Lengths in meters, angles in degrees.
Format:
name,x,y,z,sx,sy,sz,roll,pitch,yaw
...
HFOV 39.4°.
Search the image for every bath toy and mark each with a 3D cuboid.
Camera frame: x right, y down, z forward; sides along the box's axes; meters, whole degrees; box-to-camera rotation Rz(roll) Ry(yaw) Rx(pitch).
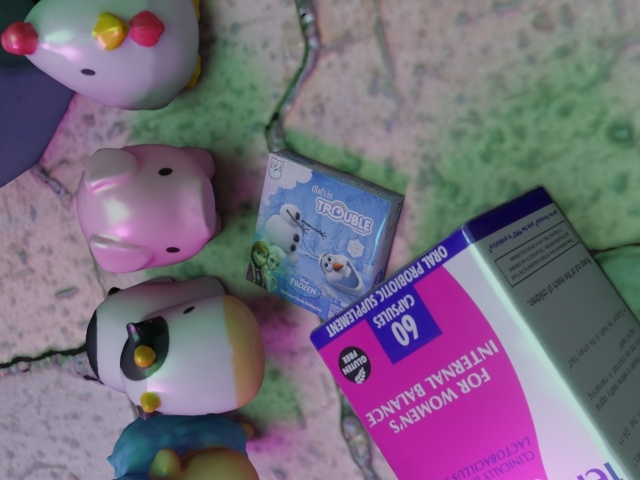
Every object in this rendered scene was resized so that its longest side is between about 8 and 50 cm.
name,x,y,z,sx,sy,sz,roll,pitch,yaw
bath toy,-0.115,-0.003,0.565,0.151,0.129,0.348,-2,99,38

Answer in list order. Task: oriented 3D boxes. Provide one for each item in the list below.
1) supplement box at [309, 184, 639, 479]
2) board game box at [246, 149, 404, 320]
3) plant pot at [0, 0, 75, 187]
name,x,y,z,sx,sy,sz,roll,pitch,yaw
supplement box,0.114,0.099,0.448,0.111,0.114,0.220,-39,80,33
board game box,0.000,0.000,0.556,0.090,0.020,0.090,24,113,28
plant pot,-0.290,-0.107,0.596,0.165,0.234,0.165,49,123,16
